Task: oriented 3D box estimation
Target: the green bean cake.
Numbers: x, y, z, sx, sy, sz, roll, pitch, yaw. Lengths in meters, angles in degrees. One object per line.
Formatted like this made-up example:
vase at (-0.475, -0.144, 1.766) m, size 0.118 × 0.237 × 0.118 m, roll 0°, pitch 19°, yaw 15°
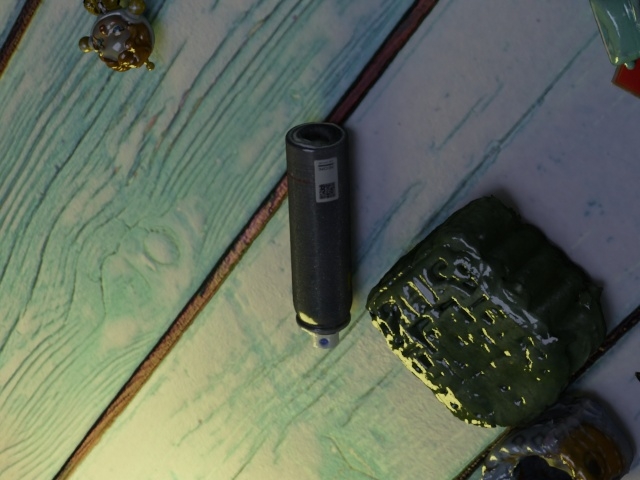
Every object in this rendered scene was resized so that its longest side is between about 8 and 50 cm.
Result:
green bean cake at (0.188, 0.085, 1.881) m, size 0.227 × 0.125 × 0.222 m, roll 45°, pitch 134°, yaw -2°

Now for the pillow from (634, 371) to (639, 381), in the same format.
pillow at (0.416, 0.179, 1.818) m, size 0.150 × 0.048 × 0.090 m, roll -3°, pitch 106°, yaw 41°

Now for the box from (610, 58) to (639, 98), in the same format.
box at (0.361, -0.203, 1.628) m, size 0.112 × 0.048 × 0.175 m, roll 30°, pitch 130°, yaw 18°

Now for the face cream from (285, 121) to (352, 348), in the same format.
face cream at (0.000, 0.000, 1.992) m, size 0.073 × 0.073 × 0.284 m, roll 16°, pitch 124°, yaw 28°

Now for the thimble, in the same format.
thimble at (0.267, 0.254, 1.922) m, size 0.151 × 0.118 × 0.127 m, roll -32°, pitch 95°, yaw 44°

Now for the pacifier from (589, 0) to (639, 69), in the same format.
pacifier at (0.312, -0.218, 1.572) m, size 0.116 × 0.127 × 0.150 m, roll -22°, pitch 102°, yaw 6°

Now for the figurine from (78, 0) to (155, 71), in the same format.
figurine at (-0.252, -0.265, 2.025) m, size 0.143 × 0.068 × 0.101 m, roll 41°, pitch 117°, yaw 17°
